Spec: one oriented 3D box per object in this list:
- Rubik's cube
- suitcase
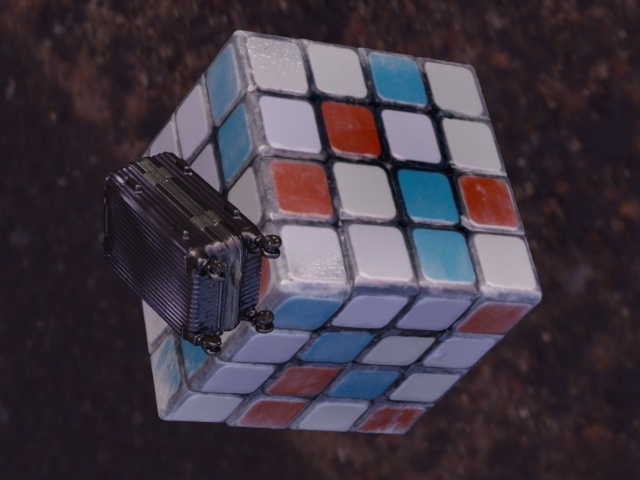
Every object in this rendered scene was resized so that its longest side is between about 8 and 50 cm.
[{"bbox_3d":[0.001,0.001,1.684,0.253,0.256,0.259,6,146,-30],"label":"Rubik's cube"},{"bbox_3d":[-0.086,0.006,1.235,0.059,0.126,0.086,-22,137,-32],"label":"suitcase"}]
